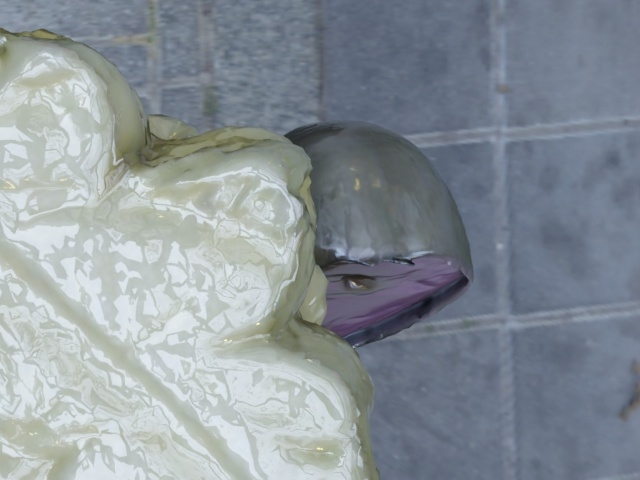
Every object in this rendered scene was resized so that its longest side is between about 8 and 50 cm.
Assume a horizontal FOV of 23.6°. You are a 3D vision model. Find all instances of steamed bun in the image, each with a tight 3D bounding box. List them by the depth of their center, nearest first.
[{"bbox_3d":[-0.123,0.069,0.590,0.292,0.137,0.295,-9,95,6],"label":"steamed bun"}]

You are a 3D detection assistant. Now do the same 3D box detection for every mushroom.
[{"bbox_3d":[0.000,0.000,0.812,0.141,0.188,0.117,10,62,-21],"label":"mushroom"}]
